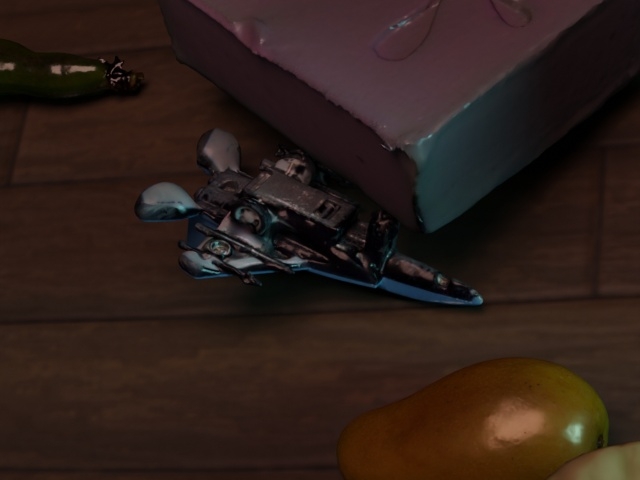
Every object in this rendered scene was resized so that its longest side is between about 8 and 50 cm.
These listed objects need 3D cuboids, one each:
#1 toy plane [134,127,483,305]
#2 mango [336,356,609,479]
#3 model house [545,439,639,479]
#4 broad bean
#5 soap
[{"bbox_3d":[0.000,-0.006,1.291,0.246,0.078,0.169,16,38,25],"label":"toy plane"},{"bbox_3d":[0.092,0.130,1.171,0.184,0.085,0.102,-11,56,20],"label":"mango"},{"bbox_3d":[0.296,0.293,0.876,0.343,0.334,0.382,-8,52,4],"label":"model house"},{"bbox_3d":[-0.279,-0.147,1.505,0.297,0.043,0.060,16,55,27],"label":"broad bean"},{"bbox_3d":[0.075,-0.172,1.319,0.285,0.107,0.296,-40,52,-19],"label":"soap"}]
